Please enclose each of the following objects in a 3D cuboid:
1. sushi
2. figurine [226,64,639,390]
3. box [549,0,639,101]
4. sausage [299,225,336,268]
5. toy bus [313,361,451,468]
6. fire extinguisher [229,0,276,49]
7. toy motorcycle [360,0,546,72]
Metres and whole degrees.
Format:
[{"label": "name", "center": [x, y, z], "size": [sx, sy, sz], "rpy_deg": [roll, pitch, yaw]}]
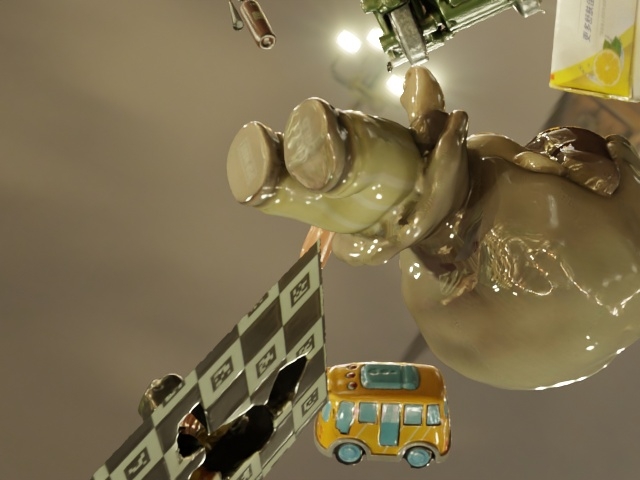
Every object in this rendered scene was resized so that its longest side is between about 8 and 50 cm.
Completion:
[{"label": "sushi", "center": [-0.123, 0.194, 1.415], "size": [0.064, 0.359, 0.343], "rpy_deg": [32, -118, 22]}, {"label": "figurine", "center": [0.119, -0.009, 1.000], "size": [0.381, 0.248, 0.203], "rpy_deg": [21, -138, -30]}, {"label": "box", "center": [0.302, -0.260, 1.156], "size": [0.168, 0.265, 0.097], "rpy_deg": [-10, -161, -34]}, {"label": "sausage", "center": [0.000, 0.000, 1.515], "size": [0.034, 0.083, 0.034], "rpy_deg": [16, -147, -11]}, {"label": "toy bus", "center": [0.096, 0.254, 1.983], "size": [0.210, 0.136, 0.126], "rpy_deg": [2, -150, 1]}, {"label": "fire extinguisher", "center": [-0.087, -0.259, 1.518], "size": [0.046, 0.032, 0.100], "rpy_deg": [-13, -132, -16]}, {"label": "toy motorcycle", "center": [0.139, -0.276, 1.443], "size": [0.127, 0.205, 0.275], "rpy_deg": [63, -172, -12]}]
